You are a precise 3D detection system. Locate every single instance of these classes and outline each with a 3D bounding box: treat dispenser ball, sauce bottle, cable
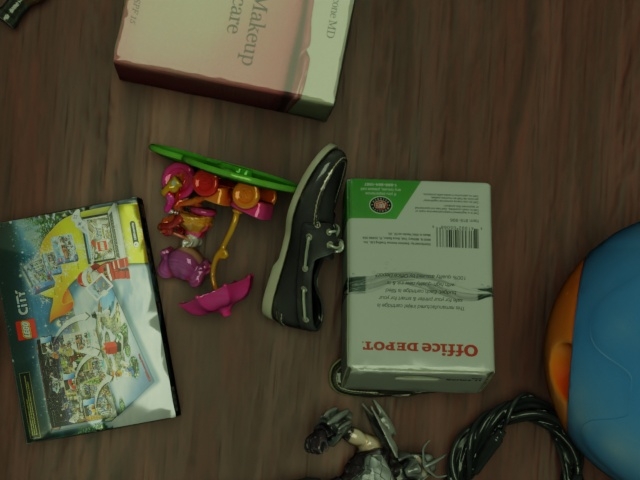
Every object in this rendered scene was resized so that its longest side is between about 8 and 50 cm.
[{"bbox_3d":[0.366,0.116,1.830,0.288,0.288,0.288,0,87,-3],"label":"treat dispenser ball"},{"bbox_3d":[-0.294,-0.280,1.936,0.042,0.042,0.128,39,84,-1],"label":"sauce bottle"},{"bbox_3d":[0.204,0.251,1.940,0.151,0.047,0.184,1,89,2],"label":"cable"}]

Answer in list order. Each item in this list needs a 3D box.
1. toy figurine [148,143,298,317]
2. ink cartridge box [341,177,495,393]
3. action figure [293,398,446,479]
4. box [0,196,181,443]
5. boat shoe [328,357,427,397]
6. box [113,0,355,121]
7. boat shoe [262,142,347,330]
[{"bbox_3d":[-0.120,-0.003,1.908,0.173,0.130,0.159,18,96,19],"label":"toy figurine"},{"bbox_3d":[0.098,0.048,1.893,0.153,0.087,0.208,3,69,-3],"label":"ink cartridge box"},{"bbox_3d":[0.001,0.277,1.898,0.285,0.099,0.185,-21,83,-7],"label":"action figure"},{"bbox_3d":[-0.244,0.083,1.910,0.159,0.044,0.233,-10,87,3],"label":"box"},{"bbox_3d":[0.085,0.136,1.932,0.152,0.049,0.056,-7,88,-3],"label":"boat shoe"},{"bbox_3d":[-0.087,-0.223,1.903,0.232,0.127,0.148,11,86,-2],"label":"box"},{"bbox_3d":[0.000,0.000,1.893,0.065,0.075,0.206,26,113,20],"label":"boat shoe"}]
